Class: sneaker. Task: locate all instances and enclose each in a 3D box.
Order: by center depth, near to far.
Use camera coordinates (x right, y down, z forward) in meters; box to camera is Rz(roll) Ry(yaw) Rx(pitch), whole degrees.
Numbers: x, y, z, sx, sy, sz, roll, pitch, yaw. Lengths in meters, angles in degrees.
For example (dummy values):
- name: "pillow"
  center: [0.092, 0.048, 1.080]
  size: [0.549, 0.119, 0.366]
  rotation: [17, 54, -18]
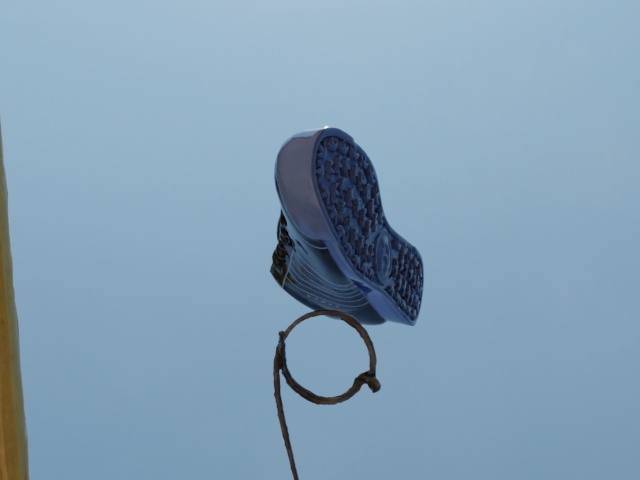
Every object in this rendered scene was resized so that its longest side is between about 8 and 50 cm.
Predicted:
- name: "sneaker"
  center: [0.000, 0.000, 0.822]
  size: [0.090, 0.232, 0.081]
  rotation: [1, -117, 21]

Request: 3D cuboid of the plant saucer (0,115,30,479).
- name: "plant saucer"
  center: [-0.165, 0.018, 0.185]
  size: [0.081, 0.332, 0.333]
  rotation: [-8, -96, 15]

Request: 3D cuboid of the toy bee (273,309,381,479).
- name: "toy bee"
  center: [-0.051, 0.211, 0.710]
  size: [0.195, 0.298, 0.162]
  rotation: [-2, -158, -8]
